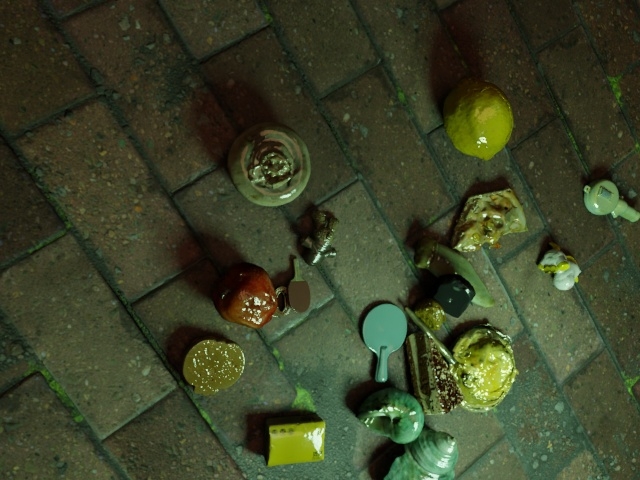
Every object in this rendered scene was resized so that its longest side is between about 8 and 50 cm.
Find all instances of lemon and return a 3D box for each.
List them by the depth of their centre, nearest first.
[{"bbox_3d":[0.471,-0.368,1.646,0.204,0.204,0.260,-23,100,-17],"label":"lemon"}]

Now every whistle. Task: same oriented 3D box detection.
[{"bbox_3d":[1.018,-0.132,1.910,0.258,0.067,0.126,24,85,-20],"label":"whistle"}]

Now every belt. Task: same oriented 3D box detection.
[{"bbox_3d":[-0.113,0.170,1.546,0.059,0.036,0.083,-2,92,-12],"label":"belt"}]

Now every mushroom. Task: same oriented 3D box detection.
[{"bbox_3d":[-0.134,-0.205,1.455,0.227,0.178,0.226,0,89,-9],"label":"mushroom"},{"bbox_3d":[0.424,0.098,1.704,0.333,0.087,0.107,31,83,-21],"label":"mushroom"}]

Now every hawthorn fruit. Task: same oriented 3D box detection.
[{"bbox_3d":[-0.198,0.151,1.453,0.174,0.173,0.179,-22,96,-17],"label":"hawthorn fruit"}]

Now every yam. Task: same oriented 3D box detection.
[{"bbox_3d":[0.331,0.290,1.663,0.029,0.027,0.234,-42,93,5],"label":"yam"}]

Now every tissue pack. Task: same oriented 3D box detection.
[{"bbox_3d":[-0.074,0.564,1.544,0.169,0.082,0.119,2,92,-19],"label":"tissue pack"}]

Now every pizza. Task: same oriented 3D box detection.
[{"bbox_3d":[0.529,-0.058,1.741,0.297,0.071,0.189,-19,98,-17],"label":"pizza"}]

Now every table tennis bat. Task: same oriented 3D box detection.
[{"bbox_3d":[-0.064,0.129,1.557,0.087,0.013,0.156,1,80,-47],"label":"table tennis bat"},{"bbox_3d":[0.191,0.309,1.655,0.149,0.038,0.237,5,85,-20],"label":"table tennis bat"}]

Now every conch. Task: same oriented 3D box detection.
[{"bbox_3d":[0.216,0.521,1.624,0.176,0.122,0.188,-35,103,13],"label":"conch"},{"bbox_3d":[0.314,0.668,1.639,0.220,0.195,0.277,25,121,-30],"label":"conch"}]

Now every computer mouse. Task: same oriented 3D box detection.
[{"bbox_3d":[0.396,0.154,1.632,0.122,0.217,0.073,30,62,11],"label":"computer mouse"}]

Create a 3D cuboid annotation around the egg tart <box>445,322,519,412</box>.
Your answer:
[{"bbox_3d":[0.526,0.408,1.733,0.291,0.107,0.290,-1,92,-19],"label":"egg tart"}]

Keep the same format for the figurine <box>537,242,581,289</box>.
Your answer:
[{"bbox_3d":[0.819,0.094,1.839,0.178,0.109,0.129,41,57,-19],"label":"figurine"}]

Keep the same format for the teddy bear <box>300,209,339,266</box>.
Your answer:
[{"bbox_3d":[0.004,-0.002,1.559,0.119,0.078,0.160,21,84,-22],"label":"teddy bear"}]

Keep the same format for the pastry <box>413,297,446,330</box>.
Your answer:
[{"bbox_3d":[0.334,0.225,1.668,0.097,0.109,0.057,33,64,26],"label":"pastry"}]

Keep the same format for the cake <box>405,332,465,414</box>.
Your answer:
[{"bbox_3d":[0.351,0.398,1.673,0.135,0.112,0.246,-2,79,-39],"label":"cake"}]

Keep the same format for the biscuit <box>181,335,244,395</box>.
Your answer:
[{"bbox_3d":[-0.294,0.339,1.483,0.170,0.050,0.170,-4,101,-19],"label":"biscuit"}]
